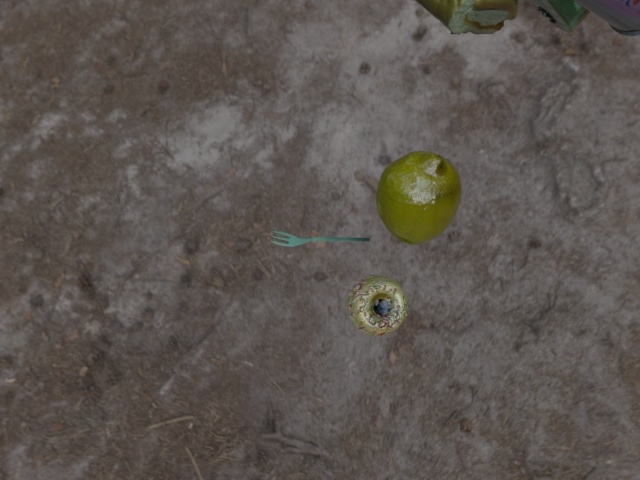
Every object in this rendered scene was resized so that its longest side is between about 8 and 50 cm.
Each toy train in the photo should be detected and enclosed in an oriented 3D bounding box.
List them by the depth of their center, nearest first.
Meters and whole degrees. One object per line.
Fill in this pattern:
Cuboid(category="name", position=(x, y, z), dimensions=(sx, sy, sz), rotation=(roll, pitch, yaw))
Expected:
Cuboid(category="toy train", position=(0.664, -0.719, 1.679), dimensions=(0.129, 0.326, 0.159), rotation=(-47, 36, 18))

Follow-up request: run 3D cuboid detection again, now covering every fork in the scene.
Cuboid(category="fork", position=(0.000, 0.001, 1.406), dimensions=(0.235, 0.021, 0.039), rotation=(3, 61, 9))

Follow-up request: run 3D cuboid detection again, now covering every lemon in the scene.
Cuboid(category="lemon", position=(0.212, -0.091, 1.305), dimensions=(0.184, 0.248, 0.184), rotation=(4, 43, -4))

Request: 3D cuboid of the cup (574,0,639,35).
Cuboid(category="cup", position=(0.645, -0.590, 1.324), dimensions=(0.288, 0.203, 0.203), rotation=(3, 58, -33))

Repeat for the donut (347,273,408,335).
Cuboid(category="donut", position=(0.160, 0.176, 1.615), dimensions=(0.175, 0.068, 0.174), rotation=(1, 86, -15))

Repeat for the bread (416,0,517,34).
Cuboid(category="bread", position=(0.351, -0.699, 1.526), dimensions=(0.301, 0.210, 0.341), rotation=(-10, 54, -43))
